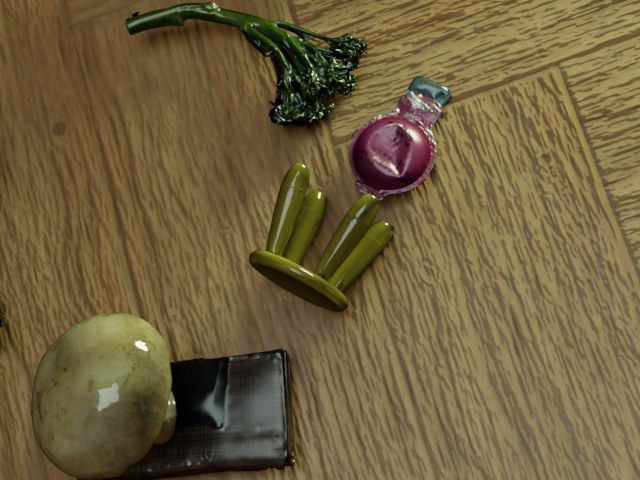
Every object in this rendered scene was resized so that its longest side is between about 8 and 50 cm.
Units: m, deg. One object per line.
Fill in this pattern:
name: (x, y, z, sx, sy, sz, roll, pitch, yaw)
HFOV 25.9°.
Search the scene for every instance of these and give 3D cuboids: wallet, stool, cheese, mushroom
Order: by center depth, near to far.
mushroom: (-0.209, 0.154, 1.359, 0.166, 0.127, 0.166, -24, 52, 34)
stool: (0.000, 0.000, 1.396, 0.135, 0.134, 0.110, 34, 77, -24)
wallet: (-0.140, 0.181, 1.415, 0.230, 0.042, 0.124, -9, 73, 16)
cheese: (0.083, -0.107, 1.444, 0.095, 0.038, 0.145, 27, 76, 18)

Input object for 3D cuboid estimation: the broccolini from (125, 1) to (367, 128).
broccolini: (-0.091, -0.189, 1.499, 0.272, 0.062, 0.123, 13, 63, 12)

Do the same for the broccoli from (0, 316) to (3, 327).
broccoli: (-0.431, -0.018, 1.462, 0.177, 0.198, 0.274, -29, 69, 11)
